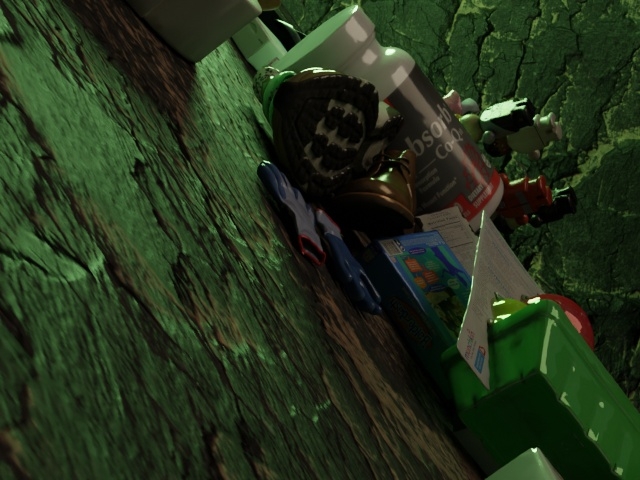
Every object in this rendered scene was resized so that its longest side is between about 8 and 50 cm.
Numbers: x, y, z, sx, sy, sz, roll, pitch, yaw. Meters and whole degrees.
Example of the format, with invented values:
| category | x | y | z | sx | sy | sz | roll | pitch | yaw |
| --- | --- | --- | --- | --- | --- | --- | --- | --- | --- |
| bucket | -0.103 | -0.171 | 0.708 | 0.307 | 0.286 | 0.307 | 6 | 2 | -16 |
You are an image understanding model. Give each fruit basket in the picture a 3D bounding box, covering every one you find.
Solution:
| category | x | y | z | sx | sy | sz | roll | pitch | yaw |
| --- | --- | --- | --- | --- | --- | --- | --- | --- | --- |
| fruit basket | 0.260 | 0.162 | 1.462 | 0.327 | 0.165 | 0.353 | 51 | 18 | -14 |

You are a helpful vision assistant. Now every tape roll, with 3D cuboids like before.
| category | x | y | z | sx | sy | sz | roll | pitch | yaw |
| --- | --- | --- | --- | --- | --- | --- | --- | --- | --- |
| tape roll | -0.189 | -0.340 | 1.409 | 0.286 | 0.100 | 0.286 | 53 | 8 | -10 |

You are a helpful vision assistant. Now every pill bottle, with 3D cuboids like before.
| category | x | y | z | sx | sy | sz | roll | pitch | yaw |
| --- | --- | --- | --- | --- | --- | --- | --- | --- | --- |
| pill bottle | 0.096 | -0.158 | 1.888 | 0.363 | 0.210 | 0.210 | 51 | 8 | -15 |

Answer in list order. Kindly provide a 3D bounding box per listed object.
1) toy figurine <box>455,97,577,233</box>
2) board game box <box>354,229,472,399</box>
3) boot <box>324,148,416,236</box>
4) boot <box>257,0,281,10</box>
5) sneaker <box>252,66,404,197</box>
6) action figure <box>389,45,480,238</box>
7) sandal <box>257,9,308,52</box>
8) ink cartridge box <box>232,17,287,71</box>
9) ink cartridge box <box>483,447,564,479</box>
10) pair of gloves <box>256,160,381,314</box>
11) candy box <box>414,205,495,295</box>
| category | x | y | z | sx | sy | sz | roll | pitch | yaw |
| --- | --- | --- | --- | --- | --- | --- | --- | --- | --- |
| toy figurine | 0.317 | -0.120 | 2.079 | 0.213 | 0.148 | 0.209 | 6 | 71 | -60 |
| board game box | 0.151 | 0.087 | 1.555 | 0.160 | 0.047 | 0.210 | -7 | 58 | -55 |
| boot | 0.074 | -0.068 | 1.587 | 0.112 | 0.115 | 0.305 | 11 | -1 | 8 |
| boot | -0.119 | -0.383 | 2.024 | 0.118 | 0.042 | 0.087 | 17 | -11 | 5 |
| sneaker | -0.025 | -0.156 | 1.598 | 0.182 | 0.158 | 0.410 | 30 | 2 | 12 |
| action figure | 0.136 | -0.150 | 2.153 | 0.370 | 0.248 | 0.276 | 65 | 30 | -22 |
| sandal | -0.075 | -0.336 | 2.117 | 0.254 | 0.097 | 0.054 | 45 | 3 | 22 |
| ink cartridge box | -0.092 | -0.305 | 1.998 | 0.088 | 0.052 | 0.122 | 58 | 8 | 31 |
| ink cartridge box | 0.209 | 0.293 | 1.041 | 0.154 | 0.093 | 0.212 | 52 | 9 | -17 |
| pair of gloves | 0.000 | 0.000 | 1.340 | 0.198 | 0.023 | 0.159 | 46 | 13 | -40 |
| candy box | 0.199 | 0.076 | 1.755 | 0.196 | 0.070 | 0.165 | -117 | -164 | -50 |
